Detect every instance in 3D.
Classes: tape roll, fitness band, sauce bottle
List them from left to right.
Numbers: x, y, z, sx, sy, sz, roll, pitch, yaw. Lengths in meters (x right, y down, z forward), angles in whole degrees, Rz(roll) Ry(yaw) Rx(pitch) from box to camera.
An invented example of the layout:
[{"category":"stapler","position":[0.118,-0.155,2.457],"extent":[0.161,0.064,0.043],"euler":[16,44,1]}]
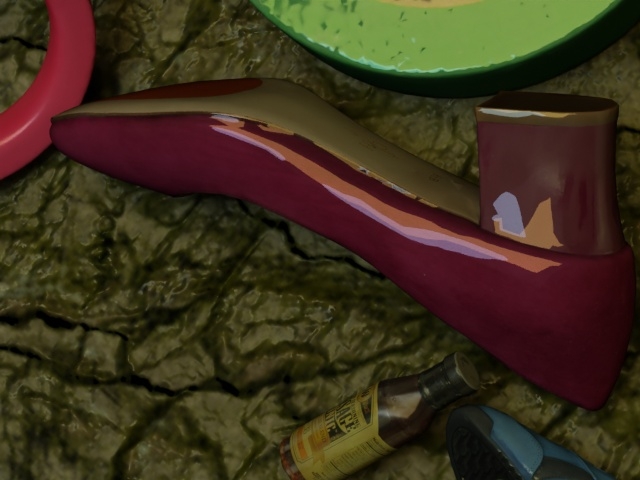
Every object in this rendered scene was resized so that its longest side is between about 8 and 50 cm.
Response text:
[{"category":"fitness band","position":[-0.276,-0.134,1.050],"extent":[0.209,0.291,0.054],"euler":[-61,35,16]},{"category":"sauce bottle","position":[0.035,0.105,1.010],"extent":[0.128,0.042,0.042],"euler":[-33,71,21]},{"category":"tape roll","position":[0.081,-0.250,1.057],"extent":[0.321,0.077,0.321],"euler":[-2,83,14]}]

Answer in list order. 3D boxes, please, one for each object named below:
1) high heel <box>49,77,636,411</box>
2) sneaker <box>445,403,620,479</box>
[{"category":"high heel","position":[0.000,0.000,1.032],"extent":[0.377,0.127,0.181],"euler":[6,106,29]},{"category":"sneaker","position":[0.158,0.162,0.975],"extent":[0.082,0.069,0.209],"euler":[-28,56,-29]}]
